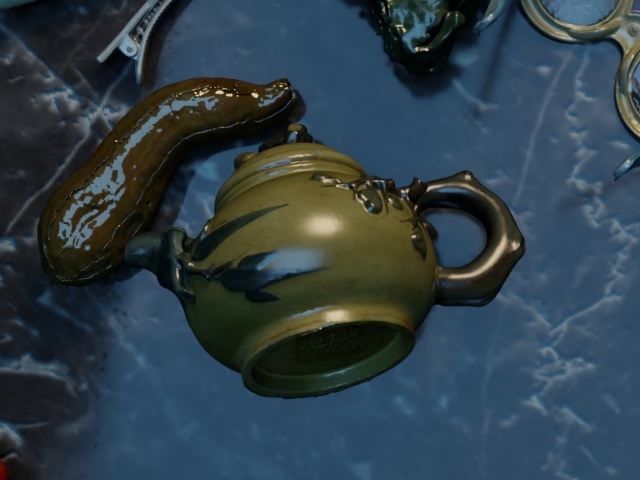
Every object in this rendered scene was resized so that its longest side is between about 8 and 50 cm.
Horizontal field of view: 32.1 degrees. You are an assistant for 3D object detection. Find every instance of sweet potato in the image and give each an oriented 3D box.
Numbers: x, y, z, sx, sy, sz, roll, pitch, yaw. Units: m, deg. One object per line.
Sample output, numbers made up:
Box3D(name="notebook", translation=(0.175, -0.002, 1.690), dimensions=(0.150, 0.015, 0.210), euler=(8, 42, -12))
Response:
Box3D(name="sweet potato", translation=(-0.125, -0.057, 0.828), dimensions=(0.233, 0.062, 0.081), euler=(-41, 99, 1))

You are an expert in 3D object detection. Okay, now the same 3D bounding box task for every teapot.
Box3D(name="teapot", translation=(0.000, 0.000, 0.769), dimensions=(0.269, 0.173, 0.183), euler=(-13, 62, -3))

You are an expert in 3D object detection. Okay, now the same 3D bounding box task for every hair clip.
Box3D(name="hair clip", translation=(-0.120, -0.169, 0.846), dimensions=(0.039, 0.030, 0.115), euler=(40, 96, -12))

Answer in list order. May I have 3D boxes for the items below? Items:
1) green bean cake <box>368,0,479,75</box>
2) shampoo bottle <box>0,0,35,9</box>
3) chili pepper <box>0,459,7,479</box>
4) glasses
Box3D(name="green bean cake", translation=(0.044, -0.246, 0.787), dimensions=(0.208, 0.107, 0.193), euler=(32, 95, 8))
Box3D(name="shampoo bottle", translation=(-0.164, -0.231, 0.845), dimensions=(0.190, 0.041, 0.069), euler=(-13, 81, 7))
Box3D(name="chili pepper", translation=(-0.342, 0.258, 0.830), dimensions=(0.137, 0.092, 0.368), euler=(39, 92, 9))
Box3D(name="glasses", translation=(0.172, -0.113, 0.733), dimensions=(0.190, 0.220, 0.088), euler=(49, 133, 5))
